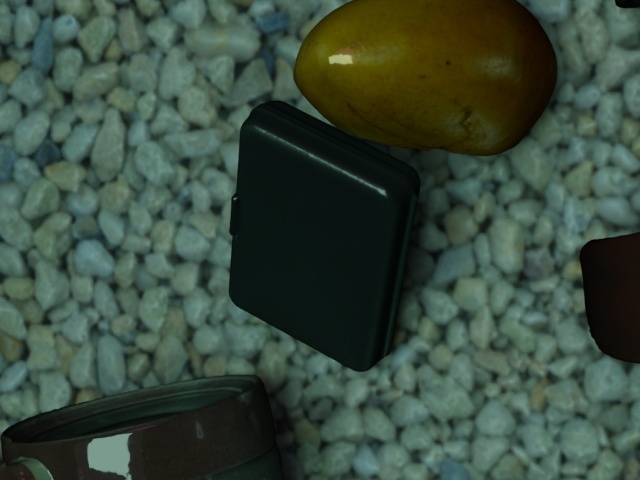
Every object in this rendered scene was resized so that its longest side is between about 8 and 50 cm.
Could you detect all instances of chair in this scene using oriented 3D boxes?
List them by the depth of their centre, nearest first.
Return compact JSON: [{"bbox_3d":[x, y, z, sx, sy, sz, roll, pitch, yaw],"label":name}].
[{"bbox_3d":[0.283,-0.115,1.404,0.226,0.226,0.401,-10,87,21],"label":"chair"}]

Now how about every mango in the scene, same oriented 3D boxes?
[{"bbox_3d":[0.080,-0.141,1.462,0.187,0.257,0.138,7,93,21],"label":"mango"}]

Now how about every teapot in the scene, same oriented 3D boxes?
[{"bbox_3d":[-0.156,0.297,1.538,0.233,0.315,0.312,-10,94,45],"label":"teapot"}]

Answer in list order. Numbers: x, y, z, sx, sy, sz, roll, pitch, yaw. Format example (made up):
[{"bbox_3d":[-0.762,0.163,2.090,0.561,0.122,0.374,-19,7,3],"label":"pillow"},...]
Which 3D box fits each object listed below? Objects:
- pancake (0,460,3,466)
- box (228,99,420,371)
[{"bbox_3d":[-0.320,0.292,1.639,0.242,0.242,0.050,52,135,12],"label":"pancake"},{"bbox_3d":[0.000,0.000,1.539,0.160,0.050,0.230,28,140,18],"label":"box"}]
